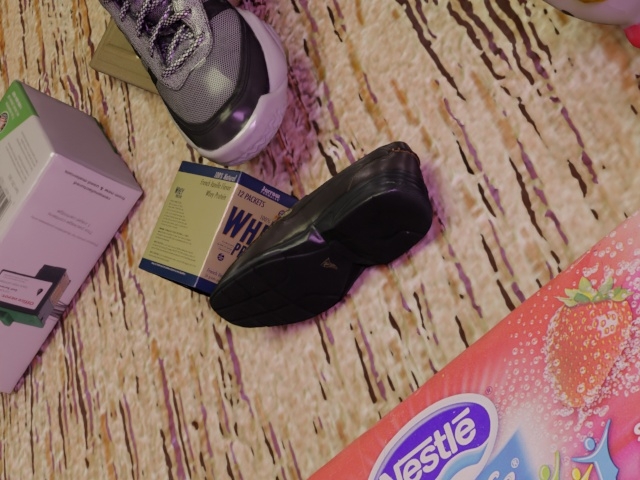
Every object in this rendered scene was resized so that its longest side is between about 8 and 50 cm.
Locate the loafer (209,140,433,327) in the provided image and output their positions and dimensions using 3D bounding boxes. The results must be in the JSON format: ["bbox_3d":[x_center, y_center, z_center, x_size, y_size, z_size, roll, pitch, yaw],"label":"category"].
[{"bbox_3d":[0.000,0.000,0.771,0.170,0.062,0.061,-30,35,28],"label":"loafer"}]

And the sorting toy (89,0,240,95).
[{"bbox_3d":[-0.084,-0.266,1.052,0.229,0.041,0.307,26,90,58],"label":"sorting toy"}]

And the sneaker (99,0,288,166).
[{"bbox_3d":[-0.124,-0.170,0.871,0.101,0.153,0.269,-41,50,21],"label":"sneaker"}]

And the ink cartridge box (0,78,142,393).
[{"bbox_3d":[-0.267,-0.003,1.065,0.219,0.092,0.160,-55,36,12],"label":"ink cartridge box"}]

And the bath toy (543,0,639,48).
[{"bbox_3d":[0.225,-0.202,0.562,0.348,0.129,0.151,-28,5,36],"label":"bath toy"}]

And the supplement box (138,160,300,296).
[{"bbox_3d":[-0.070,-0.004,0.853,0.083,0.056,0.083,13,80,53],"label":"supplement box"}]

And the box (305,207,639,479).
[{"bbox_3d":[0.098,0.136,0.488,0.300,0.142,0.154,-43,40,26],"label":"box"}]
